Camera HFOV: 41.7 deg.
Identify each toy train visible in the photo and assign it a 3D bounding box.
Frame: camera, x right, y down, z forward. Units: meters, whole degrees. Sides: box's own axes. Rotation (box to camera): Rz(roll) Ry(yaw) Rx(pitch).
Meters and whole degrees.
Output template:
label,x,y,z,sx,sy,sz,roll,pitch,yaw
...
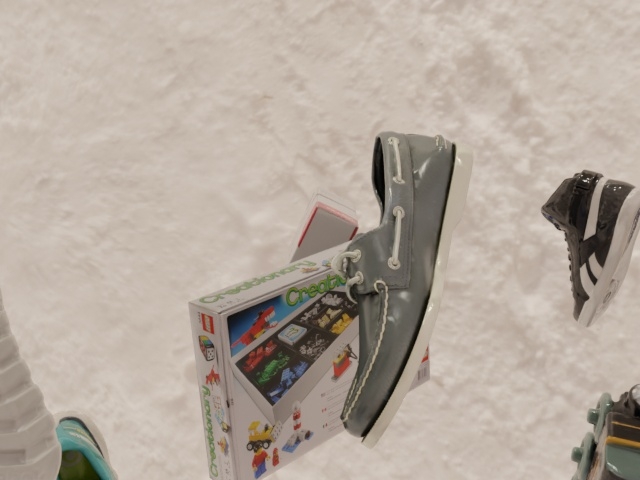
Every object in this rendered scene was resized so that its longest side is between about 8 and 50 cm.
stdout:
label,x,y,z,sx,sy,sz,roll,pitch,yaw
toy train,0.428,0.364,1.203,0.142,0.190,0.334,13,127,13

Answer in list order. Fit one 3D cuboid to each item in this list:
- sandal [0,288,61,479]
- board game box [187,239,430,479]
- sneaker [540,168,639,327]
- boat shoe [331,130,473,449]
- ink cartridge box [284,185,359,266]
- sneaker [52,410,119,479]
label,x,y,z,sx,sy,sz,roll,pitch,yaw
sandal,-0.379,0.077,0.786,0.169,0.102,0.416,-7,65,-45
board game box,0.005,0.113,0.897,0.305,0.053,0.193,-19,113,-41
sneaker,0.335,0.002,1.082,0.079,0.121,0.217,-31,140,-39
boat shoe,0.058,0.029,0.759,0.099,0.116,0.320,21,59,-2
ink cartridge box,0.000,0.000,1.109,0.063,0.150,0.109,24,103,-5
sneaker,-0.293,0.355,1.096,0.107,0.110,0.275,-30,106,-13
